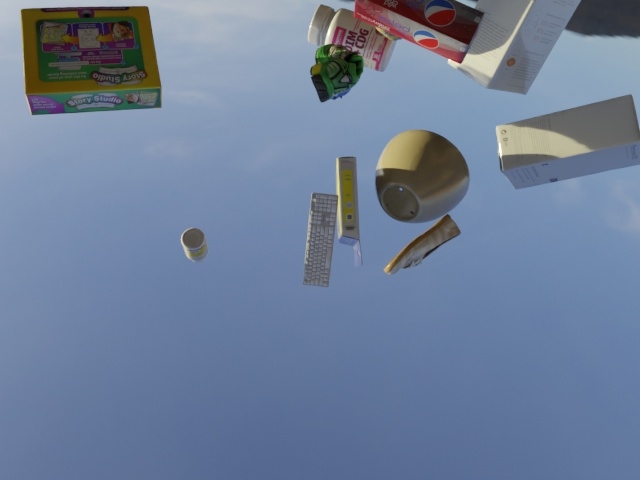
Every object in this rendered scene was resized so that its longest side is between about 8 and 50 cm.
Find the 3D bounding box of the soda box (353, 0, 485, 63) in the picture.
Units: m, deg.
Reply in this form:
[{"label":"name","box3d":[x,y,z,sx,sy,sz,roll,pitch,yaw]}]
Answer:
[{"label":"soda box","box3d":[0.207,-0.482,1.441,0.263,0.092,0.083,26,168,6]}]

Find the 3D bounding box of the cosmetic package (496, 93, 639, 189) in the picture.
[{"label":"cosmetic package","box3d":[0.742,-0.284,2.005,0.385,0.156,0.217,-10,164,27]}]

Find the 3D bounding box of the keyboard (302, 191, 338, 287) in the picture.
[{"label":"keyboard","box3d":[0.000,0.000,1.804,0.072,0.255,0.014,7,-167,6]}]

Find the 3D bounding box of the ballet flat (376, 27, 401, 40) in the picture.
[{"label":"ballet flat","box3d":[0.264,-0.699,1.811,0.123,0.348,0.123,27,-147,-19]}]

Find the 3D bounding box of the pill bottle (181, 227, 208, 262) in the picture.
[{"label":"pill bottle","box3d":[-0.340,0.017,1.831,0.065,0.116,0.065,1,-114,-3]}]

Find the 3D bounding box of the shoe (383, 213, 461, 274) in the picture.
[{"label":"shoe","box3d":[0.245,0.019,1.604,0.219,0.076,0.058,-37,-98,-16]}]

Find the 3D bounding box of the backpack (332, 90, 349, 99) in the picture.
[{"label":"backpack","box3d":[0.050,-0.530,2.313,0.101,0.098,0.120,-39,-167,-9]}]

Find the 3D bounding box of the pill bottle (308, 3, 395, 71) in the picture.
[{"label":"pill bottle","box3d":[0.112,-0.697,2.305,0.283,0.160,0.160,21,-152,5]}]

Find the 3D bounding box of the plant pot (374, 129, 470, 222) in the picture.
[{"label":"plant pot","box3d":[0.272,-0.160,1.992,0.284,0.284,0.191,24,-135,20]}]

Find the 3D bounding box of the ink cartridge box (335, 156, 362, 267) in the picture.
[{"label":"ink cartridge box","box3d":[0.080,-0.073,2.029,0.072,0.307,0.303,0,176,-1]}]

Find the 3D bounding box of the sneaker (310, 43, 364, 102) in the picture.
[{"label":"sneaker","box3d":[0.066,-0.511,2.023,0.147,0.134,0.343,-14,-151,13]}]

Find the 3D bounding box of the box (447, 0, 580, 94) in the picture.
[{"label":"box","box3d":[0.549,-0.606,1.880,0.215,0.345,0.168,-5,-140,-43]}]

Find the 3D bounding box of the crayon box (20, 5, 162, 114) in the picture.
[{"label":"crayon box","box3d":[-0.664,-0.527,1.958,0.363,0.106,0.312,-7,-114,-16]}]
